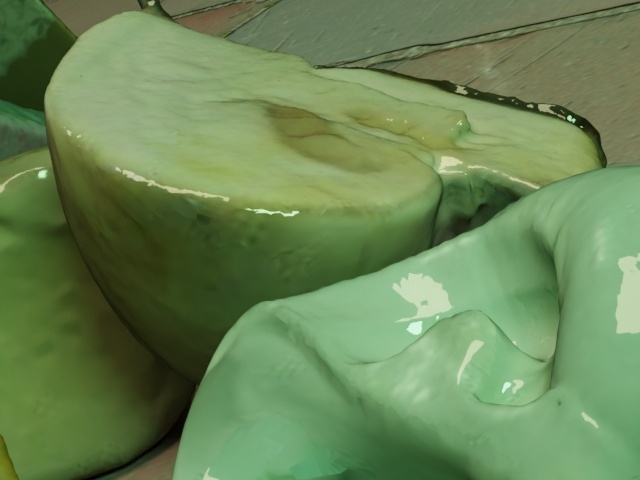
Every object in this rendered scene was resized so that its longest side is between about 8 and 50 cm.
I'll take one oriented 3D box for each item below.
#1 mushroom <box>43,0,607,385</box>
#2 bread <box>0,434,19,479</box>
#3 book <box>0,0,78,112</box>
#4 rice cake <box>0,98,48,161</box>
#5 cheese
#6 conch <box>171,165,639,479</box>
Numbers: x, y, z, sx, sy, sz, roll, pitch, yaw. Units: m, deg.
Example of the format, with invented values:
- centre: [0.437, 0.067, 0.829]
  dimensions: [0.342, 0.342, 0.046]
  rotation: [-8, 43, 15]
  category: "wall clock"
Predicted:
- centre: [-0.013, 0.018, 0.649]
  dimensions: [0.236, 0.162, 0.173]
  rotation: [15, 30, 17]
  category: "mushroom"
- centre: [-0.173, 0.155, 0.546]
  dimensions: [0.140, 0.169, 0.160]
  rotation: [-1, 40, -42]
  category: "bread"
- centre: [-0.216, -0.045, 0.812]
  dimensions: [0.217, 0.310, 0.021]
  rotation: [-44, 53, -1]
  category: "book"
- centre: [-0.137, -0.025, 0.845]
  dimensions: [0.081, 0.290, 0.051]
  rotation: [-44, 54, 21]
  category: "rice cake"
- centre: [-0.197, 0.062, 0.756]
  dimensions: [0.263, 0.159, 0.093]
  rotation: [-22, 12, -3]
  category: "cheese"
- centre: [0.053, 0.065, 0.497]
  dimensions: [0.221, 0.121, 0.185]
  rotation: [-19, 18, 34]
  category: "conch"
